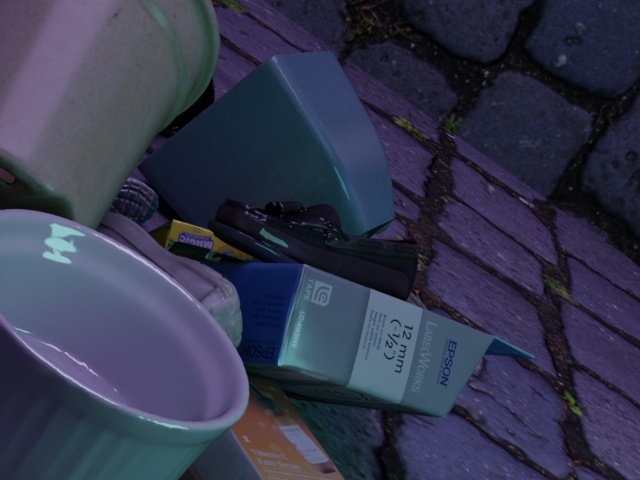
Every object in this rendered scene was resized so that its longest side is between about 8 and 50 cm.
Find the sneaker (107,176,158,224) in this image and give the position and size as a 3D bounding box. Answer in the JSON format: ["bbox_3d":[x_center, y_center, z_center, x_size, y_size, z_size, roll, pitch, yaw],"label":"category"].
[{"bbox_3d":[-0.273,-0.072,1.870,0.166,0.065,0.076,23,18,-38],"label":"sneaker"}]

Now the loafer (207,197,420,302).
[{"bbox_3d":[0.000,0.000,1.651,0.109,0.095,0.302,23,-3,44],"label":"loafer"}]

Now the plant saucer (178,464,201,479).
[{"bbox_3d":[-0.216,0.204,1.323,0.278,0.041,0.278,32,18,-12],"label":"plant saucer"}]

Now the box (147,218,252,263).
[{"bbox_3d":[-0.148,0.019,1.711,0.105,0.043,0.179,18,-15,-23],"label":"box"}]

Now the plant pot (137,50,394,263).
[{"bbox_3d":[-0.041,-0.079,2.038,0.252,0.248,0.247,55,20,5],"label":"plant pot"}]

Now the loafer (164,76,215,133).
[{"bbox_3d":[-0.223,-0.261,2.119,0.130,0.134,0.366,59,-8,35],"label":"loafer"}]

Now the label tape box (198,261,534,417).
[{"bbox_3d":[0.022,0.122,1.652,0.348,0.115,0.249,24,-15,-36],"label":"label tape box"}]

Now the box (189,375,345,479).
[{"bbox_3d":[-0.071,0.216,1.472,0.130,0.091,0.170,16,27,-46],"label":"box"}]

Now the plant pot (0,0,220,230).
[{"bbox_3d":[-0.301,-0.132,1.525,0.334,0.334,0.305,31,48,-16],"label":"plant pot"}]

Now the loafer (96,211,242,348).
[{"bbox_3d":[-0.207,0.047,1.538,0.111,0.112,0.319,-19,25,-35],"label":"loafer"}]

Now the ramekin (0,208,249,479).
[{"bbox_3d":[-0.210,0.110,1.288,0.277,0.135,0.277,32,20,-13],"label":"ramekin"}]

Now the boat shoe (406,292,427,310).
[{"bbox_3d":[0.080,0.104,1.942,0.079,0.084,0.233,47,-16,-30],"label":"boat shoe"}]
